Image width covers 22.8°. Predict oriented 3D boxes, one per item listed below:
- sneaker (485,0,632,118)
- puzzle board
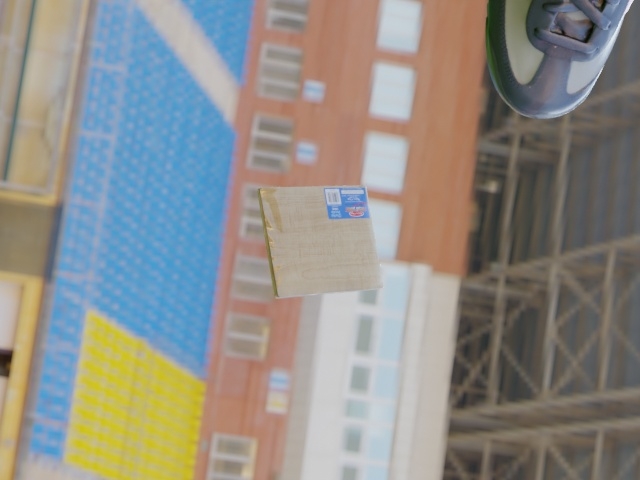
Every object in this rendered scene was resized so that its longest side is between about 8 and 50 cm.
[{"bbox_3d":[0.205,-0.229,1.194,0.131,0.112,0.319,-106,-154,-65],"label":"sneaker"},{"bbox_3d":[0.000,0.000,1.402,0.011,0.128,0.096,-18,-101,46],"label":"puzzle board"}]
